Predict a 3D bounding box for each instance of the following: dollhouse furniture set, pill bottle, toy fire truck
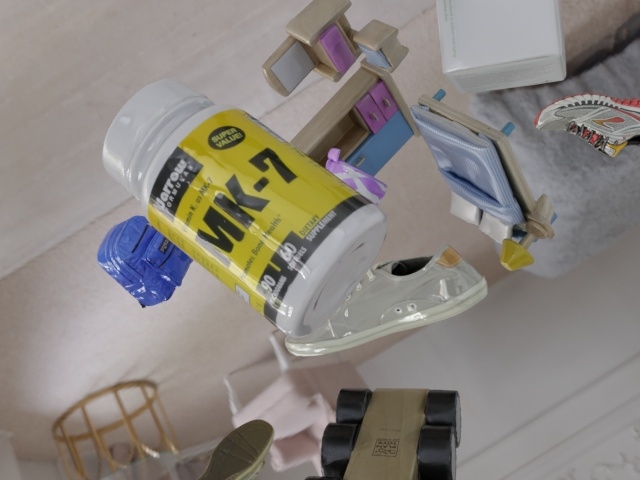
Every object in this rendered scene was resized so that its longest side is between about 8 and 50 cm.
[{"bbox_3d":[0.089,-0.083,0.857,0.198,0.303,0.286,-48,140,-4],"label":"dollhouse furniture set"},{"bbox_3d":[-0.062,-0.031,0.575,0.119,0.208,0.119,-47,163,-20],"label":"pill bottle"},{"bbox_3d":[0.053,0.287,0.690,0.159,0.246,0.217,-3,-160,15],"label":"toy fire truck"}]

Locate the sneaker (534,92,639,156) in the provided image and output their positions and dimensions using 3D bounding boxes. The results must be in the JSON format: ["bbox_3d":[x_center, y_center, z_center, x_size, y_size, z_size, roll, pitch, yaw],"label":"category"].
[{"bbox_3d":[0.474,-0.191,1.233,0.225,0.092,0.088,4,172,6],"label":"sneaker"}]

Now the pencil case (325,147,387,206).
[{"bbox_3d":[0.000,0.000,0.883,0.088,0.086,0.206,29,87,-23],"label":"pencil case"}]

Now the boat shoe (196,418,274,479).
[{"bbox_3d":[-0.108,0.284,0.883,0.153,0.056,0.048,-53,145,-21],"label":"boat shoe"}]

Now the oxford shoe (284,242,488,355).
[{"bbox_3d":[0.104,0.116,1.418,0.449,0.130,0.169,-25,-174,35],"label":"oxford shoe"}]

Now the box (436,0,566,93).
[{"bbox_3d":[0.162,-0.193,0.656,0.102,0.101,0.087,-5,176,20],"label":"box"}]

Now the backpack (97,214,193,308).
[{"bbox_3d":[-0.254,0.020,1.078,0.101,0.098,0.120,-25,124,35],"label":"backpack"}]
